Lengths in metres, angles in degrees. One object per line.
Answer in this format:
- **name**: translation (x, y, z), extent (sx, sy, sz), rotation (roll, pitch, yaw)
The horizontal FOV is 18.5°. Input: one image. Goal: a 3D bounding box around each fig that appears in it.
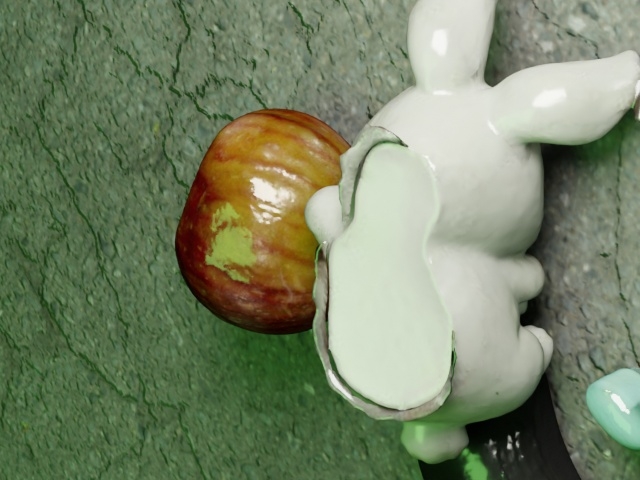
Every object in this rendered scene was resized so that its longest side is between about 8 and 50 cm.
- **fig**: translation (-0.006, 0.004, 1.526), extent (0.207, 0.175, 0.175), rotation (27, 129, 5)

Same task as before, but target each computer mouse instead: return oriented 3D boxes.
- **computer mouse**: translation (0.127, 0.178, 1.490), extent (0.147, 0.088, 0.264), rotation (-31, 83, 51)

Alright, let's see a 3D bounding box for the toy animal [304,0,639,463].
- **toy animal**: translation (0.095, -0.012, 1.376), extent (0.208, 0.154, 0.325), rotation (34, 115, 19)

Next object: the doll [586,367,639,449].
- **doll**: translation (0.252, 0.154, 1.355), extent (0.159, 0.059, 0.159), rotation (-39, 75, 46)
